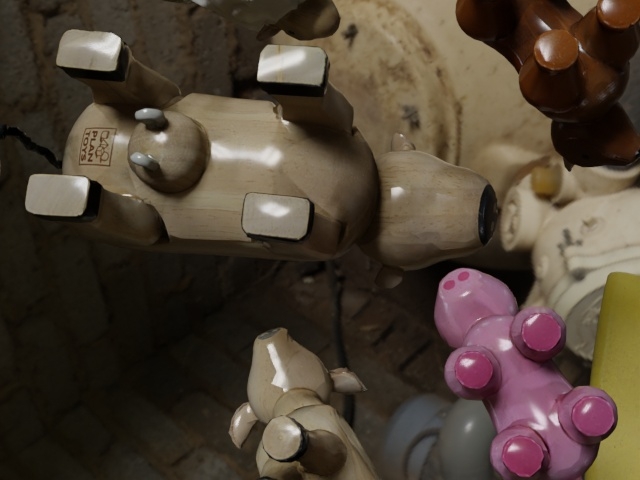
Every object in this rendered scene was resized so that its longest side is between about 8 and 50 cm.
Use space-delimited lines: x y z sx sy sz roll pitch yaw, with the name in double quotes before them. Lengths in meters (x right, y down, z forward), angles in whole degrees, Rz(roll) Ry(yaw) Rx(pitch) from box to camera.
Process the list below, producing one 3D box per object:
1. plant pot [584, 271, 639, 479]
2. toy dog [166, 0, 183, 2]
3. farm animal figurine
"plant pot" 0.293 0.165 0.613 0.212 0.187 0.212 10 156 41
"toy dog" -0.048 -0.447 0.985 0.395 0.285 0.408 14 169 -4
"farm animal figurine" 0.000 0.000 0.461 0.326 0.330 0.172 24 174 12
